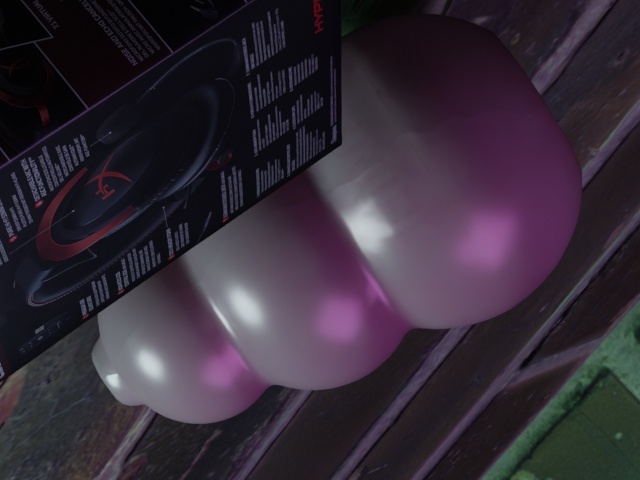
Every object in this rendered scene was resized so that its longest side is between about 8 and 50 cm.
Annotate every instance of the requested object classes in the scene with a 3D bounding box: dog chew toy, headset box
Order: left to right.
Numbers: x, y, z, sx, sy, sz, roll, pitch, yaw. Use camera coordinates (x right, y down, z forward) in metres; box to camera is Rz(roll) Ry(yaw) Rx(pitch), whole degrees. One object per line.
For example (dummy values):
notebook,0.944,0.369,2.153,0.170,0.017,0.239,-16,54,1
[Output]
headset box,-0.134,-0.054,1.000,0.293,0.110,0.218,-36,160,-14
dog chew toy,0.000,0.000,1.258,0.332,0.206,0.206,-33,161,2
